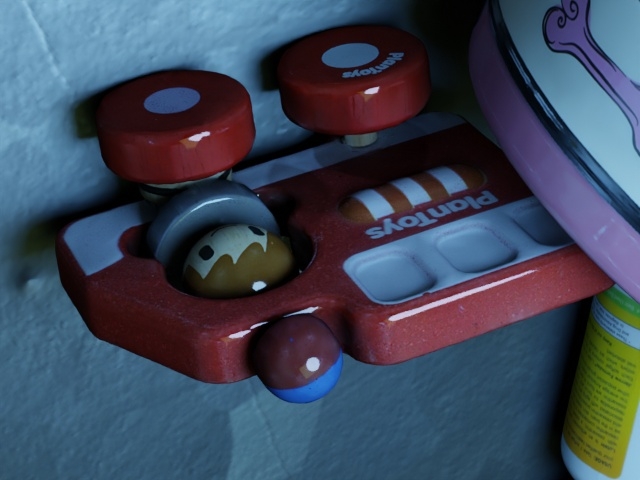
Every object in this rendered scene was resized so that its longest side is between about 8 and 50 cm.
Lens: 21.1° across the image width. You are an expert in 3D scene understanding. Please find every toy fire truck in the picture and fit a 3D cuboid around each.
[{"bbox_3d":[0.000,0.000,1.068,0.302,0.254,0.169,-17,121,-18],"label":"toy fire truck"}]

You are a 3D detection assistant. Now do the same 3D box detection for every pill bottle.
[{"bbox_3d":[0.263,0.128,1.336,0.136,0.136,0.245,-3,116,-25],"label":"pill bottle"}]

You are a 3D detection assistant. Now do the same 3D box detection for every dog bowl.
[{"bbox_3d":[0.265,-0.071,1.060,0.408,0.408,0.150,20,125,-33],"label":"dog bowl"}]
